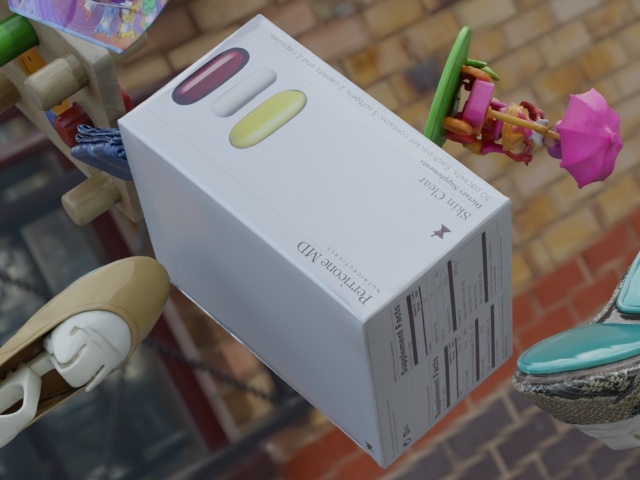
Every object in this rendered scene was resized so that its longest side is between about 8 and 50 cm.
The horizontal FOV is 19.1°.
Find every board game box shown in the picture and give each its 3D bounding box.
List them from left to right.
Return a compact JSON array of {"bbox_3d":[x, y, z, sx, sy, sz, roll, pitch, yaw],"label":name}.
[{"bbox_3d":[-0.127,-0.177,1.005,0.033,0.133,0.168,14,8,-44],"label":"board game box"}]

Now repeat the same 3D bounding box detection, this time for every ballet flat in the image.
[{"bbox_3d":[-0.201,0.101,1.389,0.232,0.080,0.073,-36,31,3],"label":"ballet flat"},{"bbox_3d":[0.383,0.142,2.274,0.164,0.182,0.483,-1,20,32],"label":"ballet flat"}]

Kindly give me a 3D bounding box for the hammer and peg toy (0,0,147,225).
[{"bbox_3d":[-0.234,-0.129,1.861,0.127,0.361,0.266,-36,-30,-19],"label":"hammer and peg toy"}]

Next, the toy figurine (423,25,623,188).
[{"bbox_3d":[0.178,-0.093,1.623,0.173,0.159,0.130,64,-135,-80],"label":"toy figurine"}]

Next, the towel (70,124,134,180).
[{"bbox_3d":[-0.156,-0.070,1.531,0.119,0.067,0.029,4,70,65],"label":"towel"}]

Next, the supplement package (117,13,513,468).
[{"bbox_3d":[0.000,0.000,1.407,0.145,0.262,0.204,-40,-30,-20],"label":"supplement package"}]
